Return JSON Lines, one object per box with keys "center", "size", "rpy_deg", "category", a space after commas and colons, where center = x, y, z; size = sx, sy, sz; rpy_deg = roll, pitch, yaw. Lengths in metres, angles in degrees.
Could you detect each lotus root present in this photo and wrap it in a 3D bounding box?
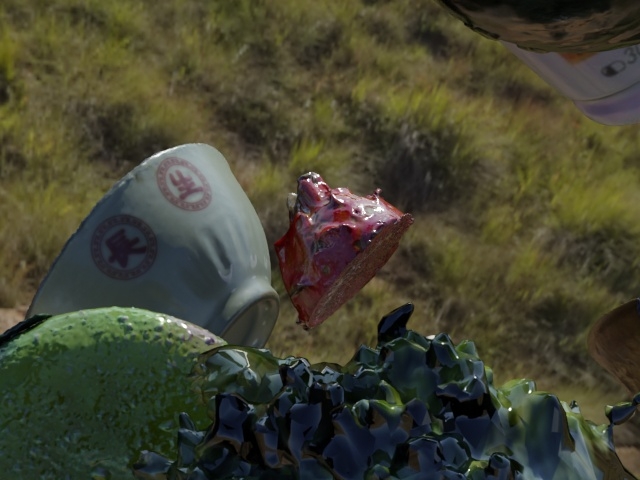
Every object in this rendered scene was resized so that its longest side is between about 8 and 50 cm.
{"center": [0.309, 0.115, 0.948], "size": [0.159, 0.135, 0.095], "rpy_deg": [15, 69, -8], "category": "lotus root"}

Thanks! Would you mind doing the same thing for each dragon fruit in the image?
{"center": [0.000, 0.000, 1.039], "size": [0.111, 0.153, 0.153], "rpy_deg": [44, 48, 16], "category": "dragon fruit"}

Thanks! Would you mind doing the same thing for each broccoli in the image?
{"center": [0.077, 0.193, 0.684], "size": [0.293, 0.348, 0.281], "rpy_deg": [-13, 24, 24], "category": "broccoli"}

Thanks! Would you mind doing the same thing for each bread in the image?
{"center": [-0.158, 0.192, 0.844], "size": [0.301, 0.045, 0.301], "rpy_deg": [1, 84, -11], "category": "bread"}

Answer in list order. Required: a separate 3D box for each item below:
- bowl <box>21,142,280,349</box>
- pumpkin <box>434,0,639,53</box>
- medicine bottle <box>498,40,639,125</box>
{"center": [-0.148, 0.078, 1.167], "size": [0.157, 0.337, 0.337], "rpy_deg": [33, 45, 18], "category": "bowl"}
{"center": [0.142, -0.242, 0.533], "size": [0.300, 0.300, 0.207], "rpy_deg": [-26, 26, -37], "category": "pumpkin"}
{"center": [0.175, -0.254, 0.838], "size": [0.316, 0.202, 0.202], "rpy_deg": [34, 39, -22], "category": "medicine bottle"}
